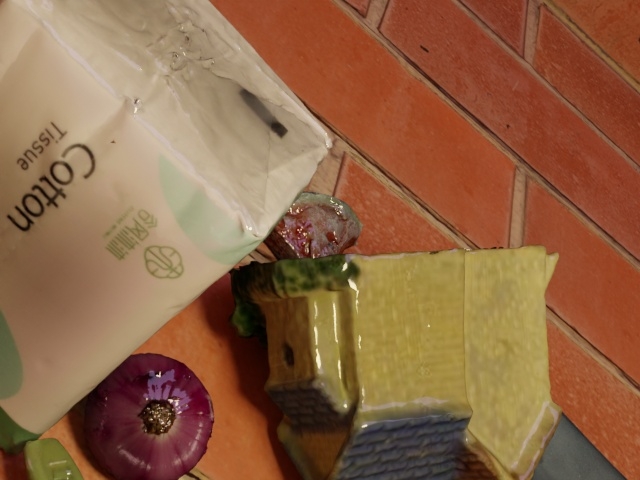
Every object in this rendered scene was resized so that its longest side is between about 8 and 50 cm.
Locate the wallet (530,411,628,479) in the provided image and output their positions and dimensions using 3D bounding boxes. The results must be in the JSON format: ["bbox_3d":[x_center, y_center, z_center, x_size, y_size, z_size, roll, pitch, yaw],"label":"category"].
[{"bbox_3d":[0.330,0.341,1.512,0.251,0.054,0.290,49,31,-3],"label":"wallet"}]

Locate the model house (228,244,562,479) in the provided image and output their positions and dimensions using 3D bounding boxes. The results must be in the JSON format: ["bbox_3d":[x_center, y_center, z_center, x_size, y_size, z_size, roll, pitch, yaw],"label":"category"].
[{"bbox_3d":[0.066,0.142,1.283,0.321,0.261,0.266,-3,83,-32],"label":"model house"}]

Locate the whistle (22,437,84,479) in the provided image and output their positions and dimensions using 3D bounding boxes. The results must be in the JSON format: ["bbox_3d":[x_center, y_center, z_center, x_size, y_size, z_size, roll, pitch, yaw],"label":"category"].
[{"bbox_3d":[-0.172,0.253,0.966,0.105,0.085,0.227,3,53,-53],"label":"whistle"}]

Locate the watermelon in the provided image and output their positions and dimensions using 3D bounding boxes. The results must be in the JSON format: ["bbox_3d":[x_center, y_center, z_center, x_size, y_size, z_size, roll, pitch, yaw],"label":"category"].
[{"bbox_3d":[0.000,0.000,1.461,0.187,0.071,0.139,11,53,-45],"label":"watermelon"}]

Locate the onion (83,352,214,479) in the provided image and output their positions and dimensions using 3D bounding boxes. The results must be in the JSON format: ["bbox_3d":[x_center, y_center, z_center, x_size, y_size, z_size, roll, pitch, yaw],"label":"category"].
[{"bbox_3d":[-0.149,0.155,1.093,0.115,0.104,0.115,2,79,-10],"label":"onion"}]

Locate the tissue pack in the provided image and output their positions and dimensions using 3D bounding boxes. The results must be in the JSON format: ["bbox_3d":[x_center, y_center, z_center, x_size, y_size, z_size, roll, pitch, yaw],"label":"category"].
[{"bbox_3d":[-0.208,-0.036,0.978,0.266,0.356,0.194,46,35,-6],"label":"tissue pack"}]
